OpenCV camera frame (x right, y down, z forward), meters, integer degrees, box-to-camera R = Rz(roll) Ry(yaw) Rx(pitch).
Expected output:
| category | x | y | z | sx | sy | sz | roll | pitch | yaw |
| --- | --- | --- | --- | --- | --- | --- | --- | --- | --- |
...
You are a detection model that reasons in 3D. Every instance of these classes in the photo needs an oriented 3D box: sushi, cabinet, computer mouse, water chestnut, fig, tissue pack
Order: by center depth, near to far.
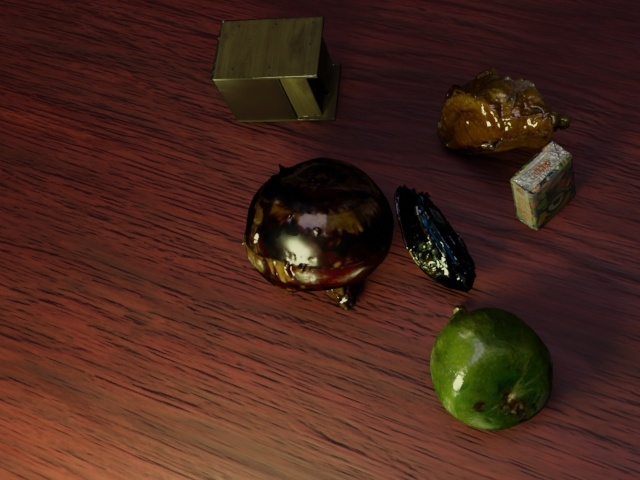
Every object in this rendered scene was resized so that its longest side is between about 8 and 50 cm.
| category | x | y | z | sx | sy | sz | roll | pitch | yaw |
| --- | --- | --- | --- | --- | --- | --- | --- | --- | --- |
| fig | 0.268 | 0.199 | 1.584 | 0.203 | 0.203 | 0.235 | -35 | 24 | -3 |
| tissue pack | 0.400 | -0.097 | 1.662 | 0.108 | 0.148 | 0.060 | -44 | 60 | -7 |
| computer mouse | 0.199 | 0.000 | 1.685 | 0.077 | 0.146 | 0.241 | -35 | 65 | 19 |
| water chestnut | 0.000 | 0.000 | 1.685 | 0.300 | 0.300 | 0.300 | -5 | 66 | 12 |
| sushi | 0.331 | -0.235 | 1.713 | 0.179 | 0.296 | 0.167 | -33 | 98 | -19 |
| cabinet | -0.082 | -0.346 | 1.874 | 0.215 | 0.175 | 0.148 | 1 | 68 | 15 |
